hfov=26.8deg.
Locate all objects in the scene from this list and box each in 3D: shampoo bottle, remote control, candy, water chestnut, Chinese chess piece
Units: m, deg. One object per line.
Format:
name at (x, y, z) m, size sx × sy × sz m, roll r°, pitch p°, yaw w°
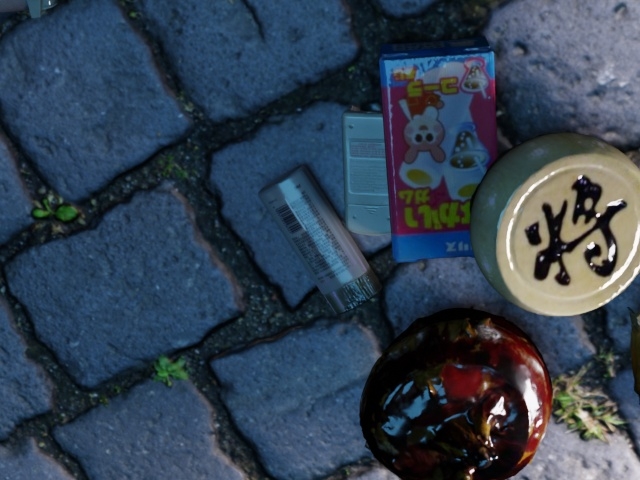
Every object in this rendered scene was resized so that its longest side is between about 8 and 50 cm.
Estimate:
shampoo bottle at (0.000, 0.000, 2.033) m, size 0.086 × 0.056 × 0.227 m, roll -30°, pitch 100°, yaw 24°
remote control at (0.077, -0.099, 1.988) m, size 0.087 × 0.029 × 0.190 m, roll 2°, pitch 110°, yaw 15°
candy at (0.169, -0.127, 1.901) m, size 0.157 × 0.100 × 0.306 m, roll -4°, pitch 109°, yaw 3°
water chestnut at (0.198, 0.252, 1.955) m, size 0.300 × 0.300 × 0.300 m, roll 5°, pitch 111°, yaw 14°
Chinese chess piece at (0.332, -0.022, 1.851) m, size 0.257 × 0.104 × 0.257 m, roll -5°, pitch 110°, yaw -13°

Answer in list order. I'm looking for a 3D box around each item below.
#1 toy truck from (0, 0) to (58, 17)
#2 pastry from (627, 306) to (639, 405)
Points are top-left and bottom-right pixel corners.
toy truck at (-0.526, -0.403, 2.009) m, size 0.257 × 0.108 × 0.140 m, roll 0°, pitch 124°, yaw 13°
pastry at (0.593, 0.176, 1.886) m, size 0.330 × 0.136 × 0.329 m, roll 5°, pitch 110°, yaw 14°
